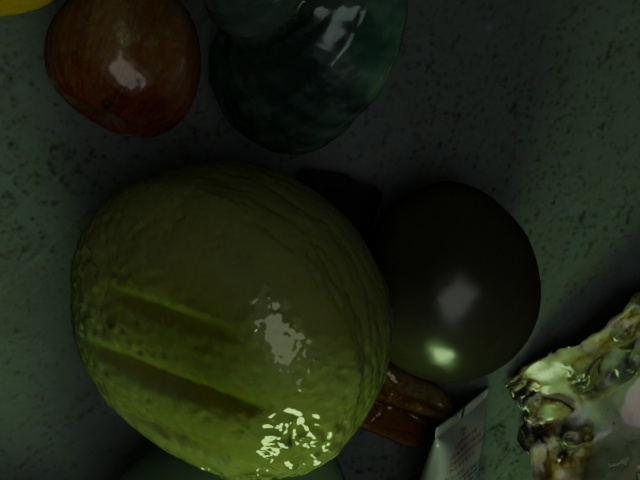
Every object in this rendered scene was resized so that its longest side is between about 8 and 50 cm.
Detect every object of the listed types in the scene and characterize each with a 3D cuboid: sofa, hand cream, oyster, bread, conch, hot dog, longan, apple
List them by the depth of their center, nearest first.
[{"bbox_3d":[-0.180,-0.172,1.076,0.146,0.146,0.130,27,76,-22],"label":"apple"},{"bbox_3d":[-0.026,-0.212,1.095,0.220,0.195,0.277,-11,144,20],"label":"conch"},{"bbox_3d":[-0.088,0.075,1.106,0.321,0.237,0.320,6,102,30],"label":"bread"},{"bbox_3d":[0.134,0.051,1.217,0.197,0.196,0.220,-15,125,-8],"label":"longan"},{"bbox_3d":[0.000,0.000,1.242,0.085,0.060,0.147,5,110,-34],"label":"sofa"},{"bbox_3d":[0.058,0.171,1.313,0.236,0.062,0.092,28,117,-27],"label":"hot dog"},{"bbox_3d":[0.144,0.301,1.367,0.083,0.133,0.247,18,110,26],"label":"hand cream"},{"bbox_3d":[0.381,0.164,1.383,0.355,0.107,0.201,-35,95,14],"label":"oyster"}]

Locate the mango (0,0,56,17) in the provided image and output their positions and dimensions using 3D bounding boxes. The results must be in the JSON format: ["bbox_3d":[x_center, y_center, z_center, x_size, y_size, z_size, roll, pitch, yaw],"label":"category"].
[{"bbox_3d":[-0.333,-0.280,1.008,0.317,0.119,0.176,2,112,-8],"label":"mango"}]

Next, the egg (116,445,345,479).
[{"bbox_3d":[-0.108,0.298,1.242,0.283,0.203,0.202,-24,115,-4],"label":"egg"}]
